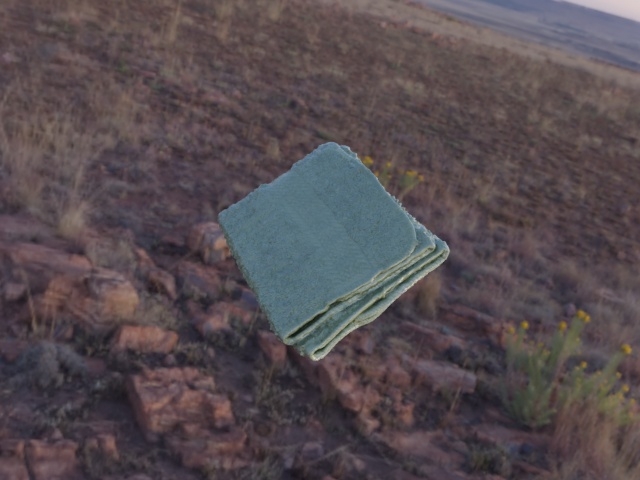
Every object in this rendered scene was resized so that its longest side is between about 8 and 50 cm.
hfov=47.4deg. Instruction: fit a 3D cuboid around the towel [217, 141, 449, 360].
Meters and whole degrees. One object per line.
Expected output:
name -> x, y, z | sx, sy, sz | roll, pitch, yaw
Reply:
towel -> 0.000, 0.000, 0.451 | 0.110, 0.027, 0.148 | -34, 43, -5
